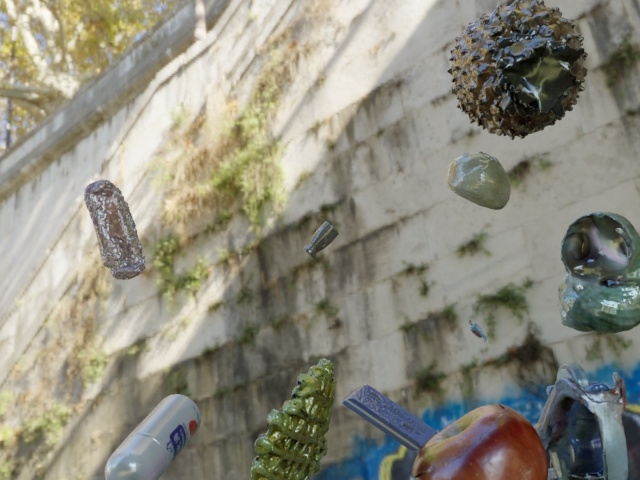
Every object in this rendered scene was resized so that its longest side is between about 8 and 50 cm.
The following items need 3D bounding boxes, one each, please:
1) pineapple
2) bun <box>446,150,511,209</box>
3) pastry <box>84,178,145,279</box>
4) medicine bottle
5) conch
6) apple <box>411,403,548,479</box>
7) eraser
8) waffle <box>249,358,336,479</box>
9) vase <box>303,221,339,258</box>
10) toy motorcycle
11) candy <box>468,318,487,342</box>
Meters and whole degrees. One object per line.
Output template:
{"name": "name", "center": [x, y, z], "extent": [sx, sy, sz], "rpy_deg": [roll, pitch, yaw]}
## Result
{"name": "pineapple", "center": [0.272, -0.235, 0.997], "extent": [0.201, 0.202, 0.362], "rpy_deg": [-12, 8, 12]}
{"name": "bun", "center": [0.385, -0.153, 1.776], "extent": [0.166, 0.173, 0.114], "rpy_deg": [13, -68, -39]}
{"name": "pastry", "center": [-0.506, -0.018, 1.824], "extent": [0.102, 0.265, 0.112], "rpy_deg": [-16, -15, -17]}
{"name": "medicine bottle", "center": [-0.430, 0.527, 1.890], "extent": [0.130, 0.130, 0.341], "rpy_deg": [-15, 10, 18]}
{"name": "conch", "center": [0.566, 0.082, 1.481], "extent": [0.220, 0.195, 0.277], "rpy_deg": [21, -50, 2]}
{"name": "apple", "center": [0.315, 0.445, 1.417], "extent": [0.251, 0.206, 0.271], "rpy_deg": [-41, -11, 35]}
{"name": "eraser", "center": [0.159, 0.412, 1.723], "extent": [0.082, 0.225, 0.036], "rpy_deg": [-25, -39, -56]}
{"name": "waffle", "center": [-0.045, 0.413, 1.549], "extent": [0.073, 0.298, 0.317], "rpy_deg": [22, 27, 24]}
{"name": "vase", "center": [0.000, 0.000, 2.038], "extent": [0.101, 0.053, 0.053], "rpy_deg": [-48, -31, 0]}
{"name": "toy motorcycle", "center": [0.522, 0.420, 1.503], "extent": [0.181, 0.319, 0.241], "rpy_deg": [2, 17, 18]}
{"name": "candy", "center": [0.448, 0.260, 2.105], "extent": [0.020, 0.030, 0.083], "rpy_deg": [-32, -69, 35]}
